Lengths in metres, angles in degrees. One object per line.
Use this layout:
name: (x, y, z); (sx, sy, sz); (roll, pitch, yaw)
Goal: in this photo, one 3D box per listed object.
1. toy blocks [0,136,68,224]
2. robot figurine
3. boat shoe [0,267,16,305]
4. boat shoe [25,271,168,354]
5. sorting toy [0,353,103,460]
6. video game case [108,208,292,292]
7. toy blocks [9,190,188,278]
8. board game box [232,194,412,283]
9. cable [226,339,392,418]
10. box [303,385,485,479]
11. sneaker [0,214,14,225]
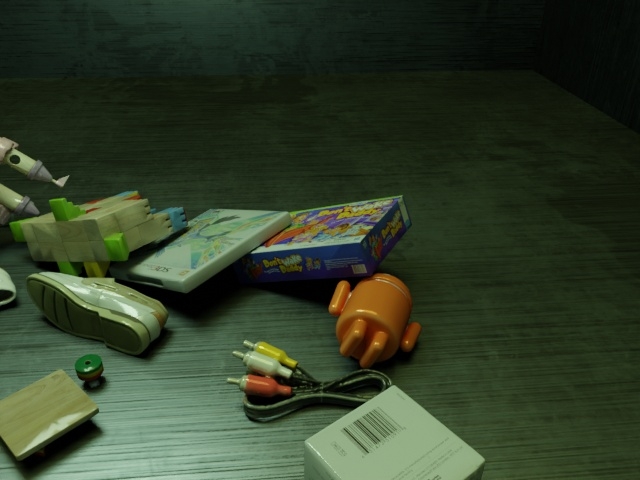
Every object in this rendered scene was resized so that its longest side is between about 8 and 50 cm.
toy blocks: (-0.797, -0.111, 1.330); (0.288, 0.260, 0.309); (-58, 24, -9)
robot figurine: (0.106, 0.146, 1.093); (0.158, 0.128, 0.219); (-3, 27, 24)
boat shoe: (-0.766, 0.132, 1.136); (0.277, 0.098, 0.096); (-24, 37, -36)
boat shoe: (-0.451, 0.132, 1.140); (0.302, 0.113, 0.103); (22, 34, 14)
sorting toy: (-0.459, 0.295, 0.915); (0.132, 0.046, 0.274); (25, 38, 35)
video game case: (-0.279, 0.010, 1.310); (0.300, 0.036, 0.329); (5, 30, 42)
toy blocks: (-0.506, -0.041, 1.347); (0.381, 0.190, 0.261); (-1, 19, 32)
board game box: (0.000, 0.000, 1.271); (0.347, 0.078, 0.233); (-7, 23, 34)
cable: (-0.021, 0.250, 0.973); (0.287, 0.072, 0.139); (6, 37, 9)
box: (0.098, 0.333, 0.788); (0.181, 0.119, 0.182); (-22, 38, -33)
sneaker: (-0.899, -0.074, 1.526); (0.152, 0.053, 0.061); (3, 28, 6)
